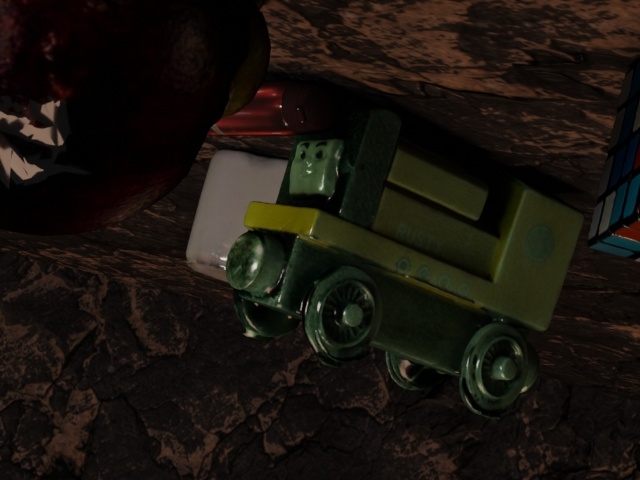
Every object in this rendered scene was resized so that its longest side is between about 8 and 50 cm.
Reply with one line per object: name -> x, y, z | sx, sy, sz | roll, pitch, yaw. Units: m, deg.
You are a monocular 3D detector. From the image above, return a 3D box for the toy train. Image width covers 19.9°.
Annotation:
toy train -> 0.087, 0.021, 1.829 | 0.397, 0.253, 0.160 | 22, 174, -36

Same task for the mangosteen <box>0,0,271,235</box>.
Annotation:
mangosteen -> -0.167, -0.144, 1.216 | 0.293, 0.297, 0.297 | 19, 169, -20

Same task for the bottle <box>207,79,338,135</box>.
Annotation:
bottle -> -0.052, -0.130, 1.778 | 0.164, 0.060, 0.060 | 4, 165, 46

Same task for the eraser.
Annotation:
eraser -> 0.000, 0.000, 2.149 | 0.331, 0.150, 0.331 | 12, 171, 2

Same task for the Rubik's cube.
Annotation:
Rubik's cube -> 0.307, -0.057, 1.381 | 0.155, 0.154, 0.151 | 16, 171, -3
